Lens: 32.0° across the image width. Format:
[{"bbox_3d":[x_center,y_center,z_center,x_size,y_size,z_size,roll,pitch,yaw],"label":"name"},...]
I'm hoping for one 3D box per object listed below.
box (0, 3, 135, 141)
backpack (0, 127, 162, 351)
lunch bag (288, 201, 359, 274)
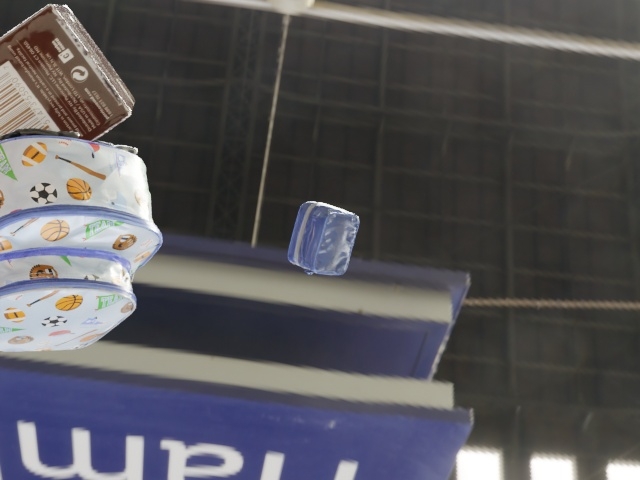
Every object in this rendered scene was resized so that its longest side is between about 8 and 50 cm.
[{"bbox_3d":[-0.357,-0.193,1.451,0.167,0.203,0.168,-35,-76,1],"label":"box"},{"bbox_3d":[-0.310,0.000,1.231,0.276,0.263,0.213,0,-123,-45],"label":"backpack"},{"bbox_3d":[0.000,0.000,1.482,0.067,0.099,0.065,8,-169,-45],"label":"lunch bag"}]
